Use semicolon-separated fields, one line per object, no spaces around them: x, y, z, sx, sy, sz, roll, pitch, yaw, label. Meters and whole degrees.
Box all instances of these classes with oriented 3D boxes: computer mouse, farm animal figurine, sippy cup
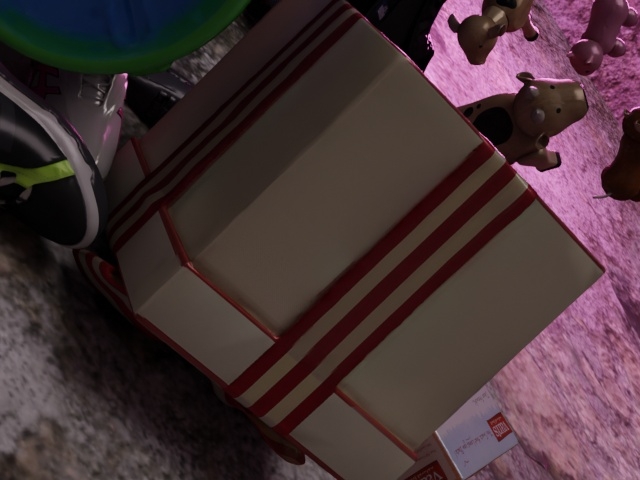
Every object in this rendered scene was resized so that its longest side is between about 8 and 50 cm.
-0.167;-0.164;1.089;0.242;0.041;0.071;45;25;-23;computer mouse
0.223;-0.158;1.511;0.172;0.327;0.330;8;50;-60;farm animal figurine
-0.113;-0.244;0.865;0.305;0.240;0.224;52;22;-8;sippy cup

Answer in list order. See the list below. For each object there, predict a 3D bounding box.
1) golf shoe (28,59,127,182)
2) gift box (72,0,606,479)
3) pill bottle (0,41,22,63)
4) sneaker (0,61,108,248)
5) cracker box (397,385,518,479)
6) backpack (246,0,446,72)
-0.170;-0.113;0.937;0.068;0.086;0.186;15;39;-24;golf shoe
0.000;0.000;0.934;0.255;0.258;0.276;44;5;-23;gift box
-0.241;-0.195;0.928;0.078;0.078;0.137;29;35;-49;pill bottle
-0.232;-0.069;0.807;0.234;0.084;0.097;49;49;-15;sneaker
0.067;0.106;1.158;0.232;0.067;0.156;59;23;11;cracker box
0.057;-0.324;1.481;0.213;0.263;0.276;46;18;20;backpack
